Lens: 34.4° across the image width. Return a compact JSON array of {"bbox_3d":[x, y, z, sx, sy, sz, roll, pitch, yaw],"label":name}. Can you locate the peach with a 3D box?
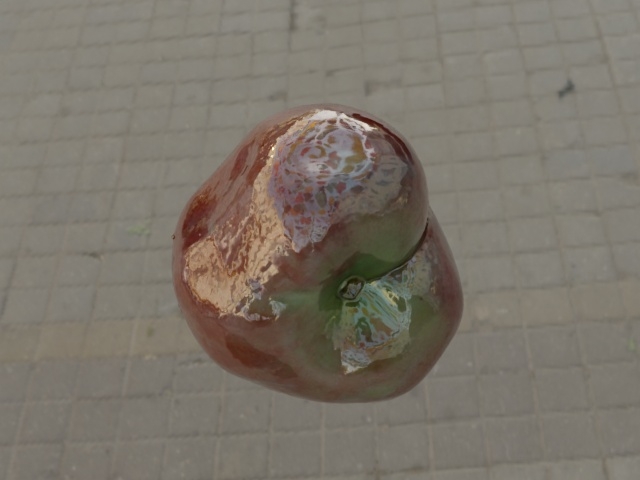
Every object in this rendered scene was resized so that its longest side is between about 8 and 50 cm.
[{"bbox_3d":[0.000,0.000,0.537,0.152,0.152,0.152,-6,46,6],"label":"peach"}]
